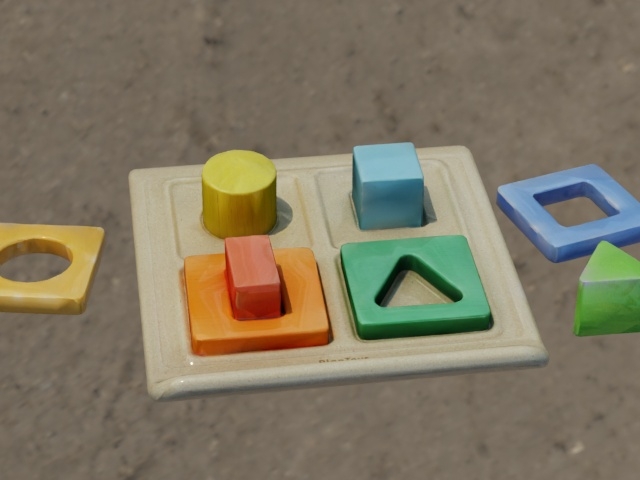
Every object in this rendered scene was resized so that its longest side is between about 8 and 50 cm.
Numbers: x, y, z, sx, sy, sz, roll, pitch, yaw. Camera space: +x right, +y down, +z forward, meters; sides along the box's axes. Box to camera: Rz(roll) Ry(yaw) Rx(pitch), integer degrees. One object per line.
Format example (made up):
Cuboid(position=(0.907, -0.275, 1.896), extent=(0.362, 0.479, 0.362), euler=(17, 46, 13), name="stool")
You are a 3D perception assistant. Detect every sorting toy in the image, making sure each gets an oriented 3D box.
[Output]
Cuboid(position=(0.000, 0.000, 0.793), extent=(0.348, 0.047, 0.196), euler=(-5, 34, -7), name="sorting toy")
